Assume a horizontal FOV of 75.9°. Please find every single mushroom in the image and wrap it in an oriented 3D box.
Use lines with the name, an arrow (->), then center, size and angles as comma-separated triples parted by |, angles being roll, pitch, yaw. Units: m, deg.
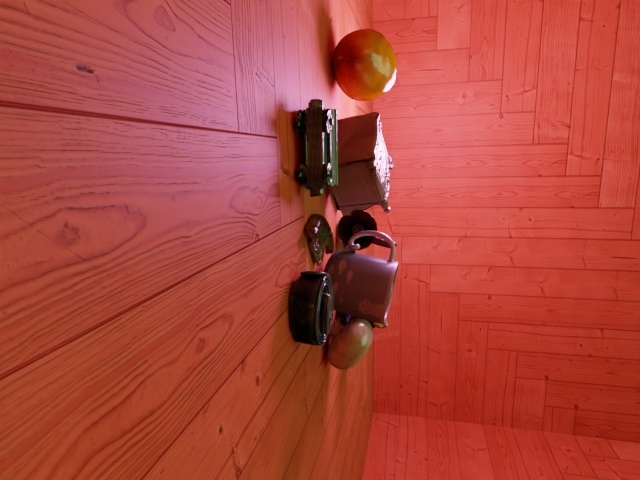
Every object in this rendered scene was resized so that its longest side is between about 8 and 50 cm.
mushroom -> 0.117, 0.435, 1.800 | 0.246, 0.202, 0.246 | -43, 172, -7

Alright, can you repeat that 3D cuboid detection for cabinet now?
cabinet -> 0.167, -0.308, 1.724 | 0.318, 0.228, 0.289 | 59, 32, -47

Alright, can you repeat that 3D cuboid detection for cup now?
cup -> 0.162, 0.131, 1.651 | 0.259, 0.275, 0.356 | 11, 91, -77

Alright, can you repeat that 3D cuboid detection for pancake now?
pancake -> 0.005, -0.001, 1.556 | 0.376, 0.054, 0.197 | 16, 76, -75

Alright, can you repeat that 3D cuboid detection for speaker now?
speaker -> 0.239, -0.038, 2.093 | 0.329, 0.259, 0.198 | 26, 53, -75

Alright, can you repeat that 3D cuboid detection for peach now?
peach -> 0.180, -0.774, 1.799 | 0.308, 0.289, 0.288 | 8, 81, -38

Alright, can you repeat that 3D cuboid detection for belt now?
belt -> -0.020, 0.212, 1.325 | 0.206, 0.116, 0.267 | -62, 153, -54

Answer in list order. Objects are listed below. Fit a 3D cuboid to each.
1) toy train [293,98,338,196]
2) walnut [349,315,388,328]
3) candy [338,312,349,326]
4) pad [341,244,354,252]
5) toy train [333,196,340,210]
toy train -> -0.007, -0.296, 1.331 | 0.202, 0.120, 0.300 | -49, 139, -73
walnut -> 0.260, 0.393, 2.245 | 0.269, 0.244, 0.221 | -22, 129, -78
candy -> 0.124, 0.344, 2.057 | 0.275, 0.070, 0.145 | -82, 176, -66
pad -> 0.112, 0.116, 1.942 | 0.158, 0.003, 0.235 | -47, 150, -17
toy train -> 0.084, -0.204, 1.890 | 0.207, 0.043, 0.047 | 67, 28, -60
